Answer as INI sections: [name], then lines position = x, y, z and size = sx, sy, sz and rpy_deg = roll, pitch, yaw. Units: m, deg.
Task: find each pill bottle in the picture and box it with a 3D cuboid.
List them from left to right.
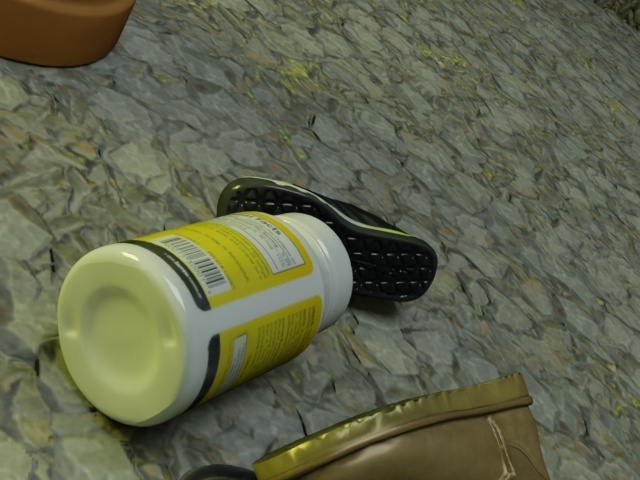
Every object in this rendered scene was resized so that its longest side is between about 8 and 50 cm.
[pill bottle]
position = -0.071, 0.044, 0.682
size = 0.119, 0.119, 0.208
rpy_deg = 48, 31, 16

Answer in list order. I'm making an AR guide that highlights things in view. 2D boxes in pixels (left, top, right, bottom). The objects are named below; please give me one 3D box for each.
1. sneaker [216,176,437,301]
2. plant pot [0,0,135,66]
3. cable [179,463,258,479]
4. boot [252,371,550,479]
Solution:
[sneaker]
position = 0.000, 0.000, 0.889
size = 0.235, 0.084, 0.097
rpy_deg = 22, 10, -29
[plant pot]
position = -0.277, -0.332, 0.884
size = 0.291, 0.203, 0.290
rpy_deg = 27, 32, -18
[cable]
position = 0.023, 0.203, 0.663
size = 0.287, 0.072, 0.139
rpy_deg = -4, 66, -34
[boot]
position = 0.098, 0.229, 0.595
size = 0.236, 0.089, 0.269
rpy_deg = -8, 72, -35
